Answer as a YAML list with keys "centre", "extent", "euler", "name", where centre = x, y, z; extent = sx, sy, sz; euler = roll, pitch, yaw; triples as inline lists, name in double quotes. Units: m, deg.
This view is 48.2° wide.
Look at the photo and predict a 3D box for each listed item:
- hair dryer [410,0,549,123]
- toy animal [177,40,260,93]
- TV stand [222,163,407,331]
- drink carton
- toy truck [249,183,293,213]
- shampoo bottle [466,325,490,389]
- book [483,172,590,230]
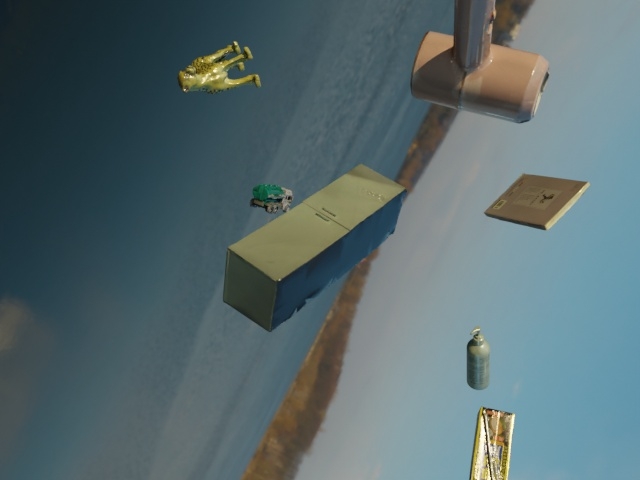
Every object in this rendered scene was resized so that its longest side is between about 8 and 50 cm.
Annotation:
- centre: [0.219, -0.287, 0.961]
  extent: [0.344, 0.189, 0.107]
  euler: [66, 44, -66]
  name: "hair dryer"
- centre: [-0.195, -0.305, 1.275]
  extent: [0.181, 0.136, 0.073]
  euler: [-127, -160, -58]
  name: "toy animal"
- centre: [0.000, 0.000, 0.905]
  extent: [0.269, 0.083, 0.088]
  euler: [-37, 147, -42]
  name: "TV stand"
- centre: [0.336, 0.419, 1.407]
  extent: [0.056, 0.071, 0.166]
  euler: [79, 23, -61]
  name: "drink carton"
- centre: [-0.075, -0.067, 1.124]
  extent: [0.083, 0.039, 0.044]
  euler: [-6, 115, -63]
  name: "toy truck"
- centre: [0.364, 0.264, 1.643]
  extent: [0.056, 0.056, 0.195]
  euler: [-60, 151, -42]
  name: "shampoo bottle"
- centre: [0.409, -0.077, 1.364]
  extent: [0.127, 0.014, 0.181]
  euler: [-43, -156, -12]
  name: "book"
